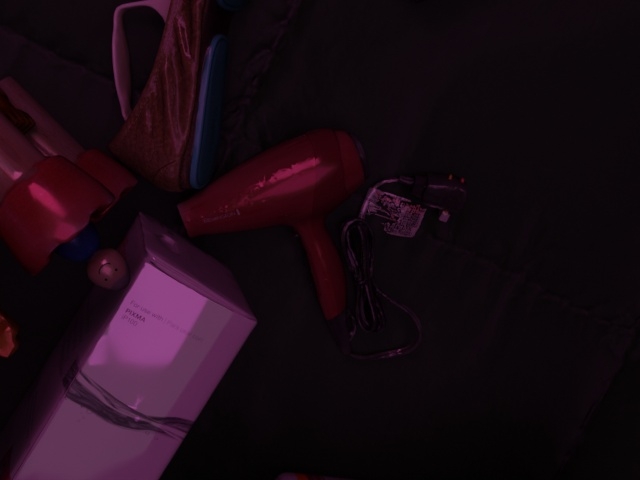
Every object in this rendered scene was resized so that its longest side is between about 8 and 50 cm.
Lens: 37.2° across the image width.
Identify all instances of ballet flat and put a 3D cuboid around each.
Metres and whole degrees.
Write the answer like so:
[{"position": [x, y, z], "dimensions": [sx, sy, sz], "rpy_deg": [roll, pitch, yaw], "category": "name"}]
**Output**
[{"position": [-0.127, -0.217, 0.889], "dimensions": [0.124, 0.116, 0.342], "rpy_deg": [17, 102, 6], "category": "ballet flat"}]

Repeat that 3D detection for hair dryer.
[{"position": [0.000, 0.000, 0.956], "dimensions": [0.293, 0.080, 0.223], "rpy_deg": [18, 96, -14], "category": "hair dryer"}]

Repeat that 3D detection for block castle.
[{"position": [-0.356, 0.078, 0.792], "dimensions": [0.453, 0.303, 0.213], "rpy_deg": [-43, 99, -1], "category": "block castle"}]

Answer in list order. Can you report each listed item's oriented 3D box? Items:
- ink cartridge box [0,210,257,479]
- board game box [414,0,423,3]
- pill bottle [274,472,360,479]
[{"position": [-0.189, 0.135, 0.881], "dimensions": [0.117, 0.207, 0.283], "rpy_deg": [32, 94, -17], "category": "ink cartridge box"}, {"position": [0.094, -0.430, 0.899], "dimensions": [0.208, 0.056, 0.347], "rpy_deg": [-34, 105, -6], "category": "board game box"}, {"position": [0.055, 0.317, 1.010], "dimensions": [0.221, 0.121, 0.121], "rpy_deg": [10, 99, -13], "category": "pill bottle"}]
